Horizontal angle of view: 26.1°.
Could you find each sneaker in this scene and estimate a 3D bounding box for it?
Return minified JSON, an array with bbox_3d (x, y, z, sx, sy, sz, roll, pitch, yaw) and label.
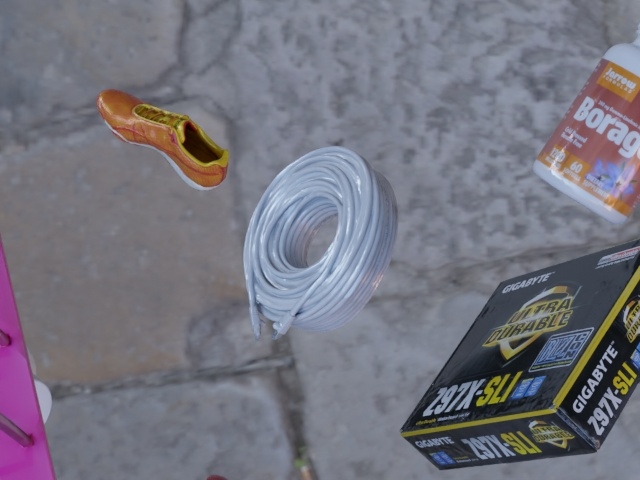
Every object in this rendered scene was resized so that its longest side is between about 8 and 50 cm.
[{"bbox_3d":[-0.175,-0.128,1.570,0.175,0.064,0.067,31,138,6],"label":"sneaker"}]

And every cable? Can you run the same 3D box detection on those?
[{"bbox_3d":[0.000,0.000,1.917,0.257,0.089,0.257,-38,45,27],"label":"cable"}]

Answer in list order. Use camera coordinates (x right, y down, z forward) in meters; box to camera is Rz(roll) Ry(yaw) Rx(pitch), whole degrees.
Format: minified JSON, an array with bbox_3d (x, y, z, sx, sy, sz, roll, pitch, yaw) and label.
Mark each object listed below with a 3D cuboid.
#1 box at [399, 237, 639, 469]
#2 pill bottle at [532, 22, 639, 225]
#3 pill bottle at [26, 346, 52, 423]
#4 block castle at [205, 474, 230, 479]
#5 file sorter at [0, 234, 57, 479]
[{"bbox_3d":[0.254,0.132,1.567,0.079,0.257,0.322,42,154,-12],"label":"box"},{"bbox_3d":[0.336,-0.135,1.505,0.121,0.121,0.216,35,99,23],"label":"pill bottle"},{"bbox_3d":[-0.334,0.119,1.303,0.184,0.103,0.103,32,108,38],"label":"pill bottle"},{"bbox_3d":[-0.285,0.520,2.104,0.213,0.453,0.303,18,95,37],"label":"block castle"},{"bbox_3d":[-0.283,0.068,0.804,0.202,0.182,0.290,-14,77,-8],"label":"file sorter"}]
